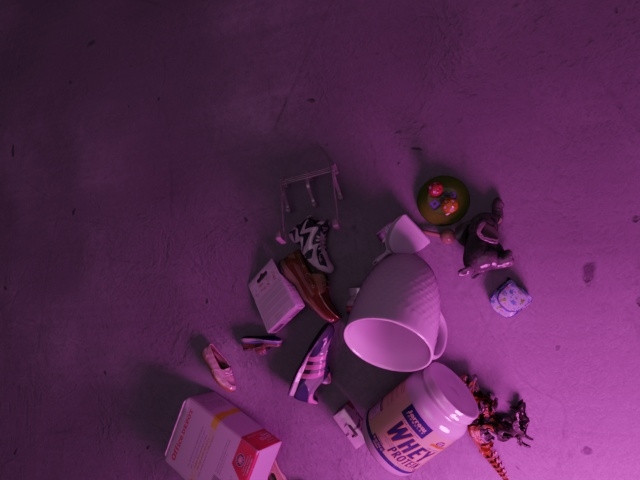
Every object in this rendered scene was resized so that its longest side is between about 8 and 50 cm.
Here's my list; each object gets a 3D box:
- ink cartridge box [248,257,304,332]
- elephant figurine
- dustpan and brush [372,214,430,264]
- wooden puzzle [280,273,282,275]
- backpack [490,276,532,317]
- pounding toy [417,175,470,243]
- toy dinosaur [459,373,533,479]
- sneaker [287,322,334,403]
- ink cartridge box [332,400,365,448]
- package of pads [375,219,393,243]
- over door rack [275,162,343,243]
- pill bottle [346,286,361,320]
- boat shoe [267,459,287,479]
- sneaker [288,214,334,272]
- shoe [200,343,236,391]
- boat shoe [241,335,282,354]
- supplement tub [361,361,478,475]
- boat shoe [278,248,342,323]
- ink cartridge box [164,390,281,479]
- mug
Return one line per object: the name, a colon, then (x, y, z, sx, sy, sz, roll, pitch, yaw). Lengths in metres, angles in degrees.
ink cartridge box: (-0.179, 0.217, 1.628, 0.189, 0.066, 0.232, -46, 53, 28)
elephant figurine: (0.537, -0.017, 1.377, 0.170, 0.186, 0.239, -16, 82, 30)
dustpan and brush: (0.272, 0.022, 1.504, 0.211, 0.060, 0.147, -44, 97, 5)
wooden puzzle: (-0.170, 0.165, 1.666, 0.049, 0.006, 0.083, -23, 80, 15)
backpack: (0.625, 0.197, 1.367, 0.105, 0.084, 0.114, 46, 103, 18)
pounding toy: (0.419, -0.121, 1.442, 0.183, 0.110, 0.236, 19, 92, 18)
toy dinosaur: (0.561, 0.601, 1.353, 0.219, 0.164, 0.321, -21, 99, 30)
sneaker: (-0.001, 0.465, 1.553, 0.131, 0.112, 0.318, 27, 98, 1)
ink cartridge box: (0.116, 0.664, 1.491, 0.056, 0.099, 0.135, -41, 76, 10)
package of pads: (0.250, -0.031, 1.531, 0.083, 0.032, 0.050, -40, 73, 11)
over door rack: (-0.039, -0.130, 1.554, 0.240, 0.108, 0.324, -13, 52, 16)
pill bottle: (0.149, 0.260, 1.504, 0.108, 0.108, 0.180, -7, 84, 17)
boat shoe: (-0.199, 0.889, 1.591, 0.190, 0.072, 0.068, 44, 100, 16)
sneaker: (0.000, 0.000, 1.576, 0.153, 0.094, 0.235, -49, 64, 18)
shoe: (-0.410, 0.519, 1.683, 0.058, 0.077, 0.219, -46, 72, 15)
boat shoe: (-0.232, 0.417, 1.644, 0.183, 0.066, 0.066, -4, 90, 27)
supplement tub: (0.317, 0.573, 1.335, 0.235, 0.235, 0.324, 47, 112, 15)
boat shoe: (-0.026, 0.167, 1.563, 0.120, 0.122, 0.324, -43, 75, 6)
ink cartridge box: (-0.378, 0.801, 1.575, 0.385, 0.160, 0.279, 22, 93, 30)
mug: (0.288, 0.241, 1.364, 0.374, 0.328, 0.276, 42, 136, -17)
